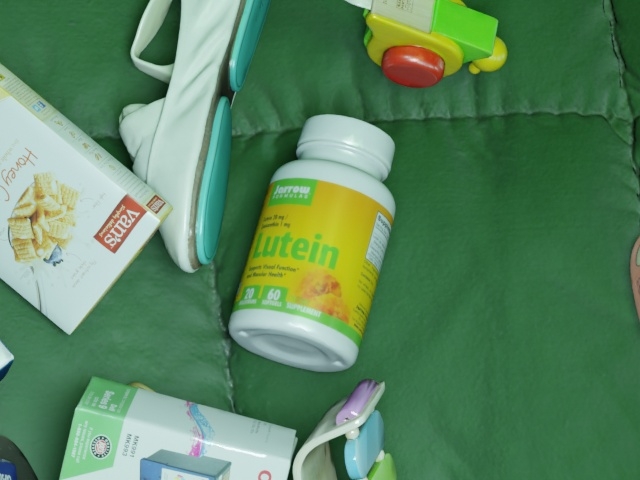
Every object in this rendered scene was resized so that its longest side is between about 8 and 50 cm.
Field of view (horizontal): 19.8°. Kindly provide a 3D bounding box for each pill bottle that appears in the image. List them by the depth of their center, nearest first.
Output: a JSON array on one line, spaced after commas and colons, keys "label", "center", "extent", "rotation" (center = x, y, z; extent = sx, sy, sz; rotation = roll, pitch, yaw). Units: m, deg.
[{"label": "pill bottle", "center": [0.000, 0.000, 1.898], "extent": [0.136, 0.136, 0.245], "rotation": [19, 70, -10]}]

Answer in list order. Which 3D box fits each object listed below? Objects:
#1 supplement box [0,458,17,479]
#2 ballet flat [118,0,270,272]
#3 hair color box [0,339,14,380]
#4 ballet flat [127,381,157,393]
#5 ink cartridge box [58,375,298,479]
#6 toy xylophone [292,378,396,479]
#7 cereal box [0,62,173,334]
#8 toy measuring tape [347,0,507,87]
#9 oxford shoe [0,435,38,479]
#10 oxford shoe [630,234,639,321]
[{"label": "supplement box", "center": [-0.376, 0.375, 1.624], "extent": [0.195, 0.194, 0.356], "rotation": [-10, 76, 10]}, {"label": "ballet flat", "center": [-0.142, -0.153, 1.922], "extent": [0.139, 0.139, 0.400], "rotation": [15, 67, -11]}, {"label": "hair color box", "center": [-0.474, 0.043, 1.771], "extent": [0.174, 0.105, 0.347], "rotation": [-39, 88, -22]}, {"label": "ballet flat", "center": [-0.110, 0.214, 1.844], "extent": [0.232, 0.080, 0.073], "rotation": [33, 38, -7]}, {"label": "ink cartridge box", "center": [-0.142, 0.238, 1.763], "extent": [0.212, 0.093, 0.154], "rotation": [15, 105, -2]}, {"label": "toy xylophone", "center": [0.040, 0.309, 1.758], "extent": [0.081, 0.236, 0.322], "rotation": [-9, 110, 16]}, {"label": "cereal box", "center": [-0.288, -0.044, 1.822], "extent": [0.240, 0.173, 0.047], "rotation": [40, 26, -1]}, {"label": "toy measuring tape", "center": [0.050, -0.245, 1.986], "extent": [0.330, 0.121, 0.121], "rotation": [18, 70, -19]}, {"label": "oxford shoe", "center": [-0.302, 0.293, 1.771], "extent": [0.076, 0.076, 0.212], "rotation": [-24, 67, 20]}, {"label": "oxford shoe", "center": [0.484, 0.145, 2.018], "extent": [0.146, 0.140, 0.397], "rotation": [-17, 72, -51]}]
